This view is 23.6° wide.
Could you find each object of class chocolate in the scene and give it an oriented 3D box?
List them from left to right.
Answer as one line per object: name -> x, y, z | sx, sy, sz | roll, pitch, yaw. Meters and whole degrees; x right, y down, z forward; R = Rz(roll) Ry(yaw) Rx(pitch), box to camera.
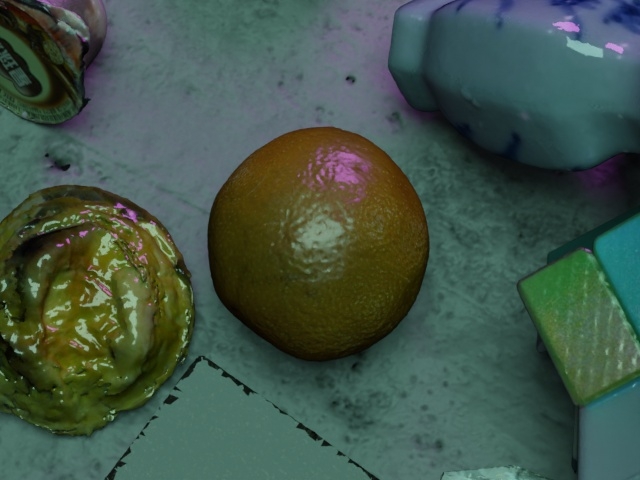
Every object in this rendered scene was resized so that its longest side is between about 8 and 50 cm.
chocolate -> -0.328, -0.260, 1.829 | 0.221, 0.221, 0.147 | 31, 59, 9

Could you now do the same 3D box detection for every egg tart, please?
egg tart -> -0.285, 0.073, 1.741 | 0.297, 0.132, 0.297 | 1, 77, -3

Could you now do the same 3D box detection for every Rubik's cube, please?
Rubik's cube -> 0.402, 0.109, 1.633 | 0.387, 0.358, 0.368 | 2, 106, 7

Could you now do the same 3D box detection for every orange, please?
orange -> 0.000, 0.000, 1.712 | 0.264, 0.264, 0.264 | 0, 71, -1

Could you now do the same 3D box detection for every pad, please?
pad -> -0.069, 0.305, 1.722 | 0.330, 0.004, 0.220 | 35, 73, 10

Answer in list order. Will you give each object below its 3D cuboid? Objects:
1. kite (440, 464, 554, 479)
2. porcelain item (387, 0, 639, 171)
kite -> 0.190, 0.400, 1.692 | 0.169, 0.015, 0.310 | 12, 70, 5
porcelain item -> 0.273, -0.196, 1.707 | 0.242, 0.178, 0.405 | -29, 33, -33
